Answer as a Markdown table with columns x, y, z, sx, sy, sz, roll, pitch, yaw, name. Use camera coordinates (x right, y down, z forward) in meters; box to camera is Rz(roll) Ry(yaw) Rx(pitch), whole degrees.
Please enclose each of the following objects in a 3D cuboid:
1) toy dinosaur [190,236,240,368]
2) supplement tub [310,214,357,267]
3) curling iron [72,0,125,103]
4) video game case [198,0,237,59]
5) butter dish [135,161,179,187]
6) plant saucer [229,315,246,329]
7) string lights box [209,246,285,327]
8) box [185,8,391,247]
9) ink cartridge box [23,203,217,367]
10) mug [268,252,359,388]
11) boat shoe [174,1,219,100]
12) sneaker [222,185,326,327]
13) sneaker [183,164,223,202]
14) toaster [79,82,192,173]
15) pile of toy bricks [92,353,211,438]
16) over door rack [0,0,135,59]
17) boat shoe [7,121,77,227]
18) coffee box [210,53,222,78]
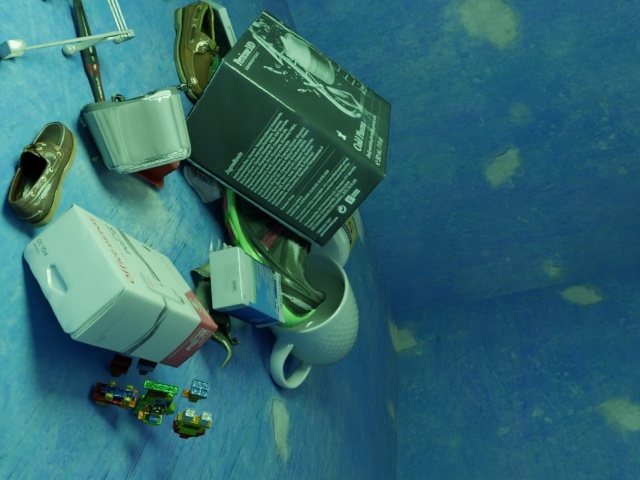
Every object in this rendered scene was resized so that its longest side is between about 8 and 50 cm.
| x | y | z | sx | sy | sz | roll | pitch | yaw | name |
| --- | --- | --- | --- | --- | --- | --- | --- | --- | --- |
| -0.260 | 0.162 | 1.472 | 0.160 | 0.121 | 0.314 | 46 | 36 | -39 | toy dinosaur |
| 0.000 | 0.000 | 2.256 | 0.331 | 0.241 | 0.241 | -60 | 133 | -70 | supplement tub |
| -0.464 | -0.366 | 1.289 | 0.068 | 0.035 | 0.274 | -24 | 98 | -37 | curling iron |
| -0.306 | -0.636 | 1.911 | 0.227 | 0.026 | 0.206 | 47 | -20 | 51 | video game case |
| -0.362 | -0.220 | 1.381 | 0.160 | 0.118 | 0.160 | 40 | 39 | -66 | butter dish |
| -0.225 | 0.148 | 1.699 | 0.195 | 0.037 | 0.195 | -14 | 90 | -76 | plant saucer |
| -0.168 | 0.119 | 1.468 | 0.259 | 0.076 | 0.133 | 45 | 35 | -65 | string lights box |
| -0.080 | -0.316 | 1.677 | 0.471 | 0.297 | 0.480 | 32 | 32 | -13 | box |
| -0.332 | 0.089 | 1.056 | 0.207 | 0.117 | 0.283 | 48 | 1 | 28 | ink cartridge box |
| -0.038 | 0.279 | 1.899 | 0.374 | 0.276 | 0.328 | -59 | 150 | -26 | mug |
| -0.348 | -0.551 | 1.759 | 0.110 | 0.104 | 0.307 | 34 | 44 | -68 | boat shoe |
| -0.134 | -0.001 | 1.716 | 0.483 | 0.202 | 0.185 | 66 | -15 | 1 | sneaker |
| -0.303 | -0.156 | 1.629 | 0.134 | 0.070 | 0.051 | 60 | 25 | -45 | sneaker |
| -0.357 | -0.224 | 1.245 | 0.129 | 0.227 | 0.146 | 23 | -51 | 62 | toaster |
| -0.309 | 0.294 | 1.128 | 0.212 | 0.105 | 0.118 | 20 | 39 | -20 | pile of toy bricks |
| -0.511 | -0.467 | 1.132 | 0.324 | 0.108 | 0.240 | -41 | 117 | -57 | over door rack |
| -0.461 | -0.124 | 1.020 | 0.073 | 0.073 | 0.207 | 58 | 22 | -53 | boat shoe |
| -0.313 | -0.484 | 1.951 | 0.113 | 0.040 | 0.184 | 40 | 38 | -66 | coffee box |
